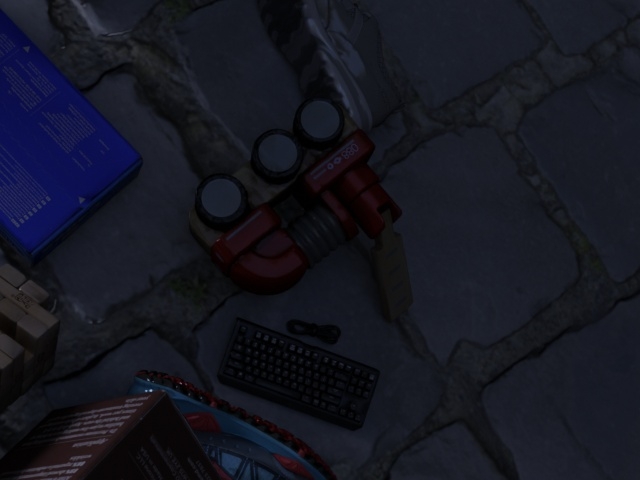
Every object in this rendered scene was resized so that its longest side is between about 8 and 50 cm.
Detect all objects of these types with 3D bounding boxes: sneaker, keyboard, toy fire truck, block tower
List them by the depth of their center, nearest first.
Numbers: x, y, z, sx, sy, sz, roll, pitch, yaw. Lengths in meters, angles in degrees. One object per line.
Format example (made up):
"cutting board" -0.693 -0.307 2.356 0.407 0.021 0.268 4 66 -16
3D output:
"block tower" -0.382 0.161 0.979 0.091 0.097 0.335 33 47 11
"sneaker" -0.103 0.244 1.132 0.261 0.104 0.125 27 87 -3
"toy fire truck" 0.000 0.000 1.187 0.217 0.158 0.246 -39 84 -14
"keyboard" -0.019 0.140 1.204 0.180 0.023 0.108 22 73 -12
"sneaker" 0.011 -0.259 1.271 0.115 0.105 0.281 -24 95 -32

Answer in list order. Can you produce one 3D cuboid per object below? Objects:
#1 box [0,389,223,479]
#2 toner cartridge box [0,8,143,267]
"box" -0.270 0.304 0.916 0.381 0.191 0.143 -44 112 -46
"toner cartridge box" -0.373 -0.153 1.135 0.165 0.075 0.348 -44 92 -19
